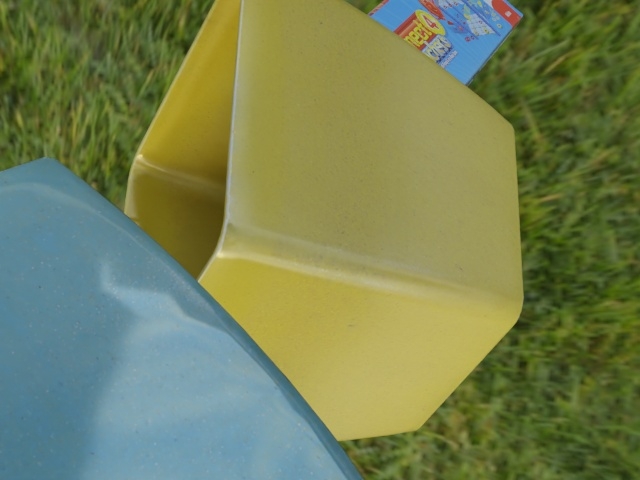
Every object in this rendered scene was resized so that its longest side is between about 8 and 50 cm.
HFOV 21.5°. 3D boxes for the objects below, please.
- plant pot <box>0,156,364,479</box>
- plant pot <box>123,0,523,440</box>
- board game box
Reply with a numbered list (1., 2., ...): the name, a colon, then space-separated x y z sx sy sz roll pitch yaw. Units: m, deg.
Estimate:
1. plant pot: -0.085 0.107 0.508 0.165 0.166 0.234 -23 79 -36
2. plant pot: 0.000 0.000 0.969 0.187 0.212 0.212 16 50 -17
3. board game box: -0.004 -0.053 1.275 0.086 0.302 0.308 42 117 0
